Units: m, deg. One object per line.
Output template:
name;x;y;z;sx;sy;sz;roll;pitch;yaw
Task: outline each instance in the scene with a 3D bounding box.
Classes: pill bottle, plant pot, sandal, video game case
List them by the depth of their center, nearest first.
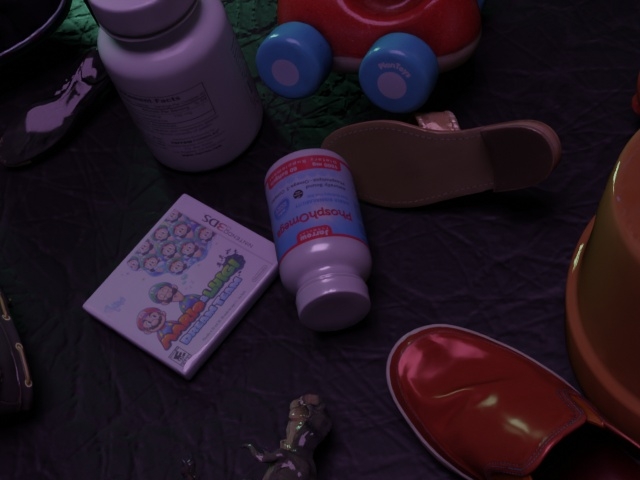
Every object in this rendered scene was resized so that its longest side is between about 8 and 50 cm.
plant pot;0.334;0.016;0.993;0.290;0.203;0.291;-7;54;10
pill bottle;0.000;0.000;1.163;0.087;0.087;0.160;-15;54;4
sandal;0.123;-0.085;1.206;0.240;0.088;0.079;-1;20;31
video game case;-0.130;0.041;1.213;0.143;0.019;0.157;29;68;30
pill bottle;-0.146;-0.183;1.239;0.131;0.229;0.131;-7;55;10

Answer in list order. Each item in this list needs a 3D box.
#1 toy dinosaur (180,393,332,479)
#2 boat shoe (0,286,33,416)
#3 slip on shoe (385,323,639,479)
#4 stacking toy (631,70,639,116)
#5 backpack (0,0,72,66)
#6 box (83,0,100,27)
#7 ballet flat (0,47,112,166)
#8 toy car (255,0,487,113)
toy dinosaur;-0.060;0.239;1.038;0.118;0.064;0.268;4;61;9
boat shoe;-0.333;0.081;1.214;0.081;0.068;0.228;-52;44;27
slip on shoe;0.181;0.164;0.997;0.123;0.101;0.331;-43;55;-13
stacking toy;0.465;-0.158;1.167;0.308;0.130;0.279;26;41;25
backpack;-0.404;-0.317;1.410;0.225;0.191;0.254;-34;94;-8
box;-0.243;-0.347;1.320;0.079;0.322;0.257;-22;53;1
ballet flat;-0.282;-0.141;1.372;0.057;0.049;0.173;43;79;5
toy car;0.050;-0.284;1.216;0.210;0.238;0.219;10;40;21
